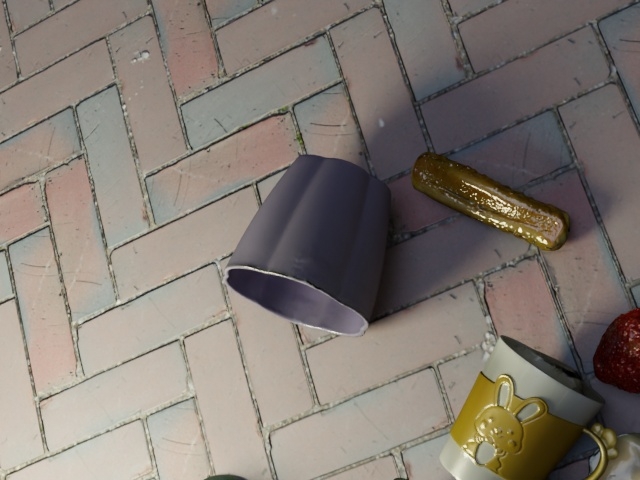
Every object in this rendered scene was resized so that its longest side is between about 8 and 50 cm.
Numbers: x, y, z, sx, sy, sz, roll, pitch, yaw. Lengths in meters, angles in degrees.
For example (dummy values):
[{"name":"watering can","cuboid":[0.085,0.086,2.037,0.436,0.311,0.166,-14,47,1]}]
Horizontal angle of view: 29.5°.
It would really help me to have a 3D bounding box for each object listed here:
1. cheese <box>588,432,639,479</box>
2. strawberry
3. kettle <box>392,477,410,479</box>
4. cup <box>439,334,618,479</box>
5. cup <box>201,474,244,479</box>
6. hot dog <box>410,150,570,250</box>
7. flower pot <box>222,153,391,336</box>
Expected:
[{"name":"cheese","cuboid":[0.478,0.327,1.801,0.171,0.047,0.092,-25,70,18]},{"name":"strawberry","cuboid":[0.475,0.163,1.805,0.148,0.131,0.131,-7,73,19]},{"name":"kettle","cuboid":[0.107,0.526,1.890,0.210,0.160,0.243,43,106,0]},{"name":"cup","cuboid":[0.317,0.289,1.819,0.241,0.185,0.226,36,99,26]},{"name":"cup","cuboid":[-0.199,0.488,2.026,0.199,0.150,0.199,-7,74,23]},{"name":"hot dog","cuboid":[0.280,-0.066,1.993,0.289,0.068,0.083,28,112,25]},{"name":"flower pot","cuboid":[0.000,0.000,2.015,0.265,0.265,0.243,14,72,28]}]
